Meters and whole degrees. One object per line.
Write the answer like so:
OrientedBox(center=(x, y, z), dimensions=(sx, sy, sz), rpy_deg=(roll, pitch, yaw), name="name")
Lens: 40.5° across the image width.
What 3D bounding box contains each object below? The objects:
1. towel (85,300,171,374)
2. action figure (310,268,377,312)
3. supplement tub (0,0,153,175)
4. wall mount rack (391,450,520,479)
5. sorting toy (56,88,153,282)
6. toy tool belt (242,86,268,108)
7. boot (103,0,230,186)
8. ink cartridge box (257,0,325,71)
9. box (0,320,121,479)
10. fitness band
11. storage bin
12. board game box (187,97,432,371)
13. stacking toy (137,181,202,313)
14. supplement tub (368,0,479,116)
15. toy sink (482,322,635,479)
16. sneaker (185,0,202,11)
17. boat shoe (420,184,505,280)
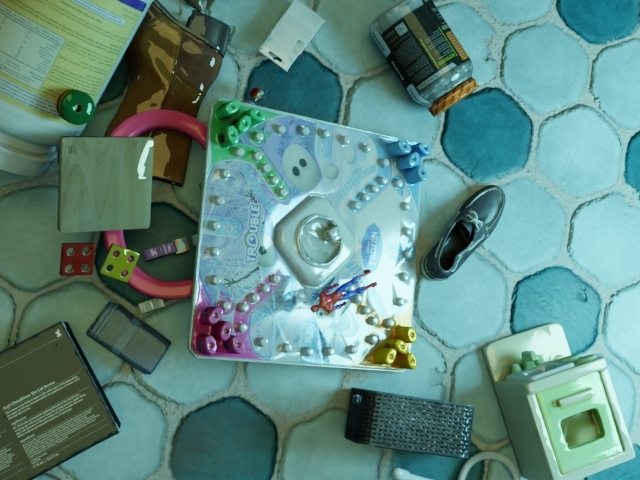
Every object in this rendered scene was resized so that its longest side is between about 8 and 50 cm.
OrientedBox(center=(-0.295, 0.151, 1.340), dimensions=(0.119, 0.029, 0.067), rpy_deg=(36, 78, -5), name="towel")
OrientedBox(center=(0.032, 0.081, 1.315), dimensions=(0.115, 0.030, 0.038), rpy_deg=(-26, 94, -30), name="action figure")
OrientedBox(center=(-0.407, -0.284, 1.225), dimensions=(0.241, 0.241, 0.331), rpy_deg=(31, 100, -7), name="supplement tub")
OrientedBox(center=(0.208, 0.494, 1.352), dimensions=(0.304, 0.130, 0.350), rpy_deg=(18, 79, -9), name="wall mount rack")
OrientedBox(center=(-0.309, -0.074, 1.224), dimensions=(0.132, 0.046, 0.274), rpy_deg=(-5, 107, -34), name="sorting toy")
OrientedBox(center=(-0.109, -0.203, 1.418), dimensions=(0.051, 0.052, 0.083), rpy_deg=(37, 79, -37), name="toy tool belt")
OrientedBox(center=(-0.304, -0.250, 1.377), dimensions=(0.264, 0.096, 0.280), rpy_deg=(20, 87, -16), name="boot")
OrientedBox(center=(-0.050, -0.341, 1.453), dimensions=(0.063, 0.029, 0.115), rpy_deg=(36, 79, -6), name="ink cartridge box")
OrientedBox(center=(-0.449, 0.257, 1.257), dimensions=(0.261, 0.103, 0.184), rpy_deg=(-27, 92, -13), name="box")
OrientedBox(center=(-0.228, -0.056, 1.316), dimensions=(0.209, 0.054, 0.291), rpy_deg=(-6, 86, -14), name="fitness band")
OrientedBox(center=(0.139, 0.287, 1.366), dimensions=(0.180, 0.122, 0.084), rpy_deg=(9, 81, -11), name="storage bin")
OrientedBox(center=(0.000, 0.000, 1.350), dimensions=(0.390, 0.050, 0.390), rpy_deg=(9, 82, -29), name="board game box")
OrientedBox(center=(-0.213, 0.004, 1.364), dimensions=(0.221, 0.052, 0.167), rpy_deg=(-20, 88, -14), name="stacking toy")
OrientedBox(center=(0.176, -0.310, 1.451), dimensions=(0.117, 0.117, 0.190), rpy_deg=(-33, 90, -14), name="supplement tub")
OrientedBox(center=(0.388, 0.261, 1.417), dimensions=(0.153, 0.131, 0.234), rpy_deg=(-15, 86, -14), name="toy sink")
OrientedBox(center=(-0.147, -0.446, 1.437), dimensions=(0.188, 0.066, 0.071), rpy_deg=(-29, 106, -9), name="sneaker")
OrientedBox(center=(0.251, -0.015, 1.456), dimensions=(0.075, 0.065, 0.206), rpy_deg=(42, 77, -4), name="boat shoe")
